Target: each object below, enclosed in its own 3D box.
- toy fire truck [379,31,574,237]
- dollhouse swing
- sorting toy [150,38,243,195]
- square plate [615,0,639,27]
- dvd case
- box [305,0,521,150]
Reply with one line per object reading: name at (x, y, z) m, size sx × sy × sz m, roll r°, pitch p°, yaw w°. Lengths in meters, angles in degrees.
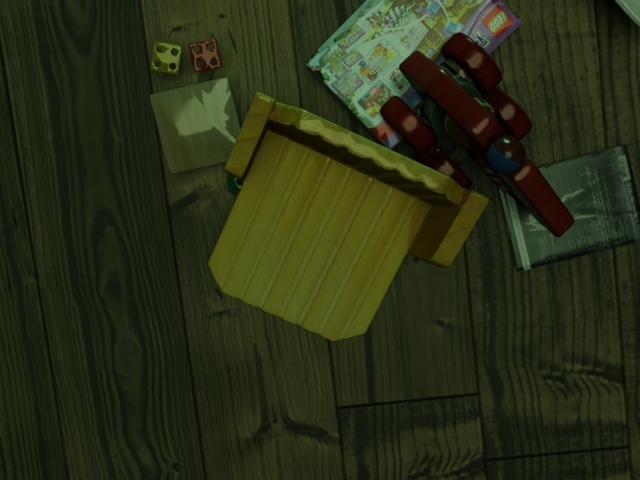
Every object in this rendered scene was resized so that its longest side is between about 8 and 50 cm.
toy fire truck at (0.243, -0.148, 1.093) m, size 0.169 × 0.254 × 0.302 m, roll -44°, pitch 133°, yaw 6°
dollhouse swing at (0.000, 0.000, 1.121) m, size 0.346 × 0.315 × 0.305 m, roll 25°, pitch 92°, yaw -6°
sorting toy at (-0.202, -0.201, 1.232) m, size 0.132 × 0.046 × 0.275 m, roll -12°, pitch 103°, yaw 4°
square plate at (0.496, -0.554, 1.075) m, size 0.344 × 0.049 × 0.347 m, roll 46°, pitch 110°, yaw -1°
dvd case at (0.419, -0.053, 1.240) m, size 0.221 × 0.018 × 0.165 m, roll -15°, pitch 96°, yaw 4°
box at (0.147, -0.317, 1.202) m, size 0.293 × 0.057 × 0.201 m, roll -44°, pitch 92°, yaw 6°
